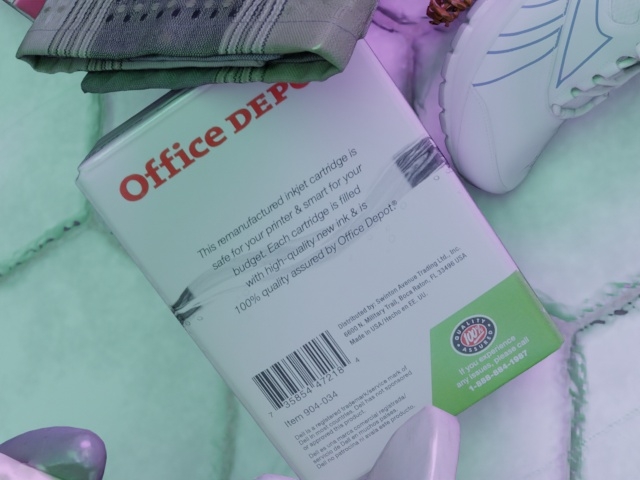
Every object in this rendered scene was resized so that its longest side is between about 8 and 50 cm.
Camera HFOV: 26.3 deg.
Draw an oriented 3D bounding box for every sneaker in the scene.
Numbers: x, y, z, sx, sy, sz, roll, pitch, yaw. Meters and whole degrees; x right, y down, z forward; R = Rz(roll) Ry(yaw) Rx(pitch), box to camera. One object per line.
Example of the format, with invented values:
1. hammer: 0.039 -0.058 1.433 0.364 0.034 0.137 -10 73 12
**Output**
1. sneaker: 0.177 -0.145 0.903 0.129 0.111 0.297 40 125 23

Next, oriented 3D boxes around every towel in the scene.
1. towel: -0.028 -0.227 0.865 0.312 0.056 0.324 8 65 45

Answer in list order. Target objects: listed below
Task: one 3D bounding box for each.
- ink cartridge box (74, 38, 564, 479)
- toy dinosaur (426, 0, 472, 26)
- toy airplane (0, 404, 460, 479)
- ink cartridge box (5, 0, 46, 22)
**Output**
1. ink cartridge box: 0.000 0.000 0.906 0.198 0.115 0.273 -33 105 7
2. toy dinosaur: 0.130 -0.323 0.993 0.218 0.164 0.322 16 61 2
3. toy airplane: -0.038 0.228 0.813 0.384 0.272 0.386 -11 119 4
4. ink cartridge box: -0.207 -0.332 1.095 0.207 0.117 0.283 37 90 19
